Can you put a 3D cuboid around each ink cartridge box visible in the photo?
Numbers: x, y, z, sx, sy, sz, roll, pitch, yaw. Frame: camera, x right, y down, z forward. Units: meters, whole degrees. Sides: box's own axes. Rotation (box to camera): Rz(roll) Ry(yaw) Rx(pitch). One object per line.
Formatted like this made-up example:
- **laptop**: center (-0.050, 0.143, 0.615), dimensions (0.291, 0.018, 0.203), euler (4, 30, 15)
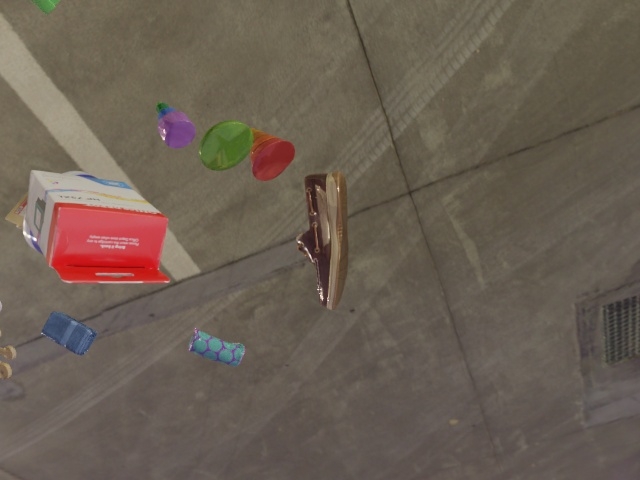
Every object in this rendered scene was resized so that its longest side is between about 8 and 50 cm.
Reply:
- **ink cartridge box**: center (-0.295, -0.021, 0.640), dimensions (0.134, 0.231, 0.078), euler (4, 107, -42)

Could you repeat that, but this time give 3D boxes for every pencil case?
- **pencil case**: center (-0.293, 0.303, 1.357), dimensions (0.151, 0.070, 0.064), euler (23, 140, -14)

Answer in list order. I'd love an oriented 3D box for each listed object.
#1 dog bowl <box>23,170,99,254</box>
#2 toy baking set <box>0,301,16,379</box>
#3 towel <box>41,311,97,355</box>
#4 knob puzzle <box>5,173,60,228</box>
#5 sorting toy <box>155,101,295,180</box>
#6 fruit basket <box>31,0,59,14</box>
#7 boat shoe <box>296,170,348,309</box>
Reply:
- **dog bowl**: center (-0.701, -0.060, 1.389), dimensions (0.104, 0.265, 0.265), euler (27, 129, 13)
- **toy baking set**: center (-0.736, 0.203, 1.040), dimensions (0.196, 0.030, 0.257), euler (-19, 93, 22)
- **towel**: center (-0.601, 0.222, 1.153), dimensions (0.119, 0.067, 0.029), euler (26, 168, 6)
- **knob puzzle**: center (-0.804, -0.109, 1.396), dimensions (0.213, 0.213, 0.030), euler (-22, 139, 12)
- **sorting toy**: center (-0.216, -0.238, 1.080), dimensions (0.365, 0.126, 0.127), euler (6, 131, -53)
- **fruit basket**: center (-0.731, -0.649, 1.037), dimensions (0.391, 0.392, 0.283), euler (-22, 110, 13)
- **boat shoe**: center (0.000, 0.000, 1.207), dimensions (0.123, 0.123, 0.343), euler (0, 93, 15)
